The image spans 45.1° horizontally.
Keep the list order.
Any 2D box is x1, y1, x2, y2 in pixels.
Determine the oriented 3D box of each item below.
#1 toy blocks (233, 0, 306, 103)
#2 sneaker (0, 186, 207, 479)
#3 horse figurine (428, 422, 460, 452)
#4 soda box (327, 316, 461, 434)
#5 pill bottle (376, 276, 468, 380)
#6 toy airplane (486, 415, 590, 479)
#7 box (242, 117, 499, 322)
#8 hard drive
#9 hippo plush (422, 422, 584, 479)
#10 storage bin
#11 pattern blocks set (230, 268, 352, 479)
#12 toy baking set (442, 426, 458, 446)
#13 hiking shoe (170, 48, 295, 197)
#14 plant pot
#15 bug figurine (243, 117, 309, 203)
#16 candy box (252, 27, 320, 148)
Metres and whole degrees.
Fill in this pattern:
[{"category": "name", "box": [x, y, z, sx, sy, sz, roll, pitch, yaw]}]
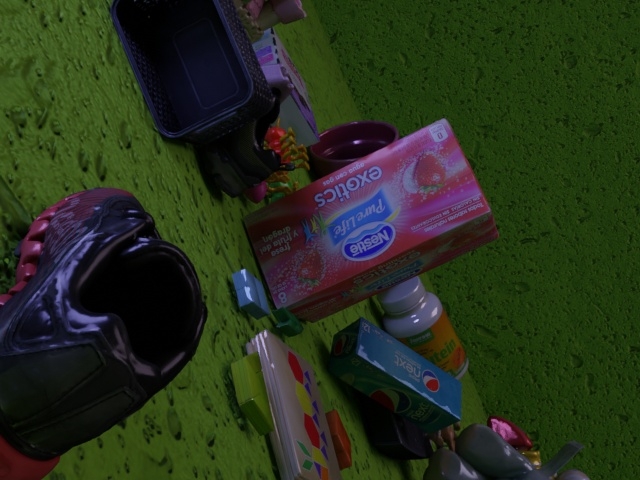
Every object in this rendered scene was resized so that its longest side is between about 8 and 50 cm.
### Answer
[{"category": "toy blocks", "box": [-0.095, -0.410, 1.184, 0.288, 0.260, 0.308, 45, 23, -62]}, {"category": "sneaker", "box": [-0.127, 0.029, 0.468, 0.097, 0.135, 0.276, 59, 12, -22]}, {"category": "horse figurine", "box": [0.218, 0.330, 1.430, 0.174, 0.066, 0.263, -101, 178, -52]}, {"category": "soda box", "box": [0.113, 0.204, 1.147, 0.210, 0.067, 0.071, 34, 41, -20]}, {"category": "pill bottle", "box": [0.219, 0.198, 1.693, 0.245, 0.136, 0.136, 61, 12, -24]}, {"category": "toy airplane", "box": [0.520, 0.642, 1.824, 0.386, 0.273, 0.384, -89, 154, -65]}, {"category": "box", "box": [0.072, -0.017, 1.041, 0.142, 0.300, 0.154, 68, 10, 18]}, {"category": "hard drive", "box": [0.120, 0.282, 1.281, 0.255, 0.054, 0.172, 44, 25, -63]}, {"category": "hippo plush", "box": [0.301, 0.455, 1.309, 0.234, 0.294, 0.236, 57, -16, 36]}, {"category": "storage bin", "box": [-0.147, -0.214, 0.895, 0.180, 0.122, 0.084, 67, 12, 5]}, {"category": "pattern blocks set", "box": [-0.025, 0.201, 0.852, 0.285, 0.026, 0.324, 54, 17, -47]}, {"category": "toy baking set", "box": [0.241, 0.365, 1.615, 0.256, 0.030, 0.196, -162, -128, -80]}, {"category": "hiking shoe", "box": [-0.111, -0.173, 0.979, 0.086, 0.114, 0.226, 49, 20, -85]}, {"category": "plant pot", "box": [0.087, -0.142, 1.694, 0.201, 0.201, 0.180, -94, 172, -60]}, {"category": "bug figurine", "box": [-0.083, -0.132, 1.147, 0.279, 0.072, 0.216, 51, 26, -65]}, {"category": "candy box", "box": [-0.078, -0.294, 1.501, 0.165, 0.070, 0.196, 55, 17, -44]}]
